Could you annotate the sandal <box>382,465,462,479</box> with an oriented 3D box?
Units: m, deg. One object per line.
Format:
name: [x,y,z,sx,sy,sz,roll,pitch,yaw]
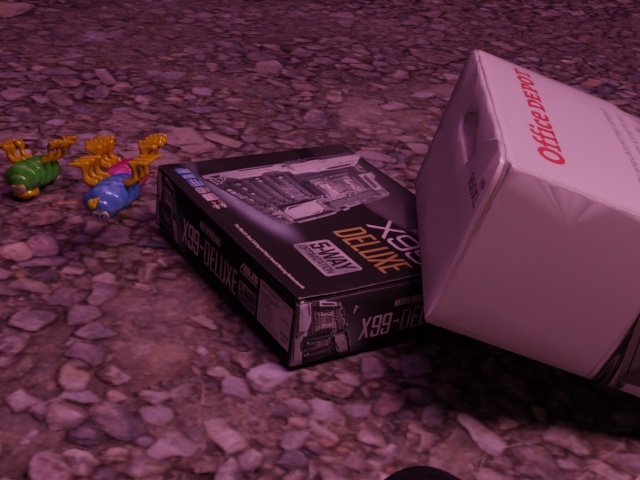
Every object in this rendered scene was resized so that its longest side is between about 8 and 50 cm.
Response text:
sandal: [0.019,0.215,0.709,0.097,0.055,0.254,22,31,28]

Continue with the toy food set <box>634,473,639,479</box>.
toy food set: [0.355,0.193,0.630,0.306,0.092,0.219,20,16,28]

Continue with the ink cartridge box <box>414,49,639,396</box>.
ink cartridge box: [0.295,0.003,0.957,0.394,0.166,0.285,20,27,-8]

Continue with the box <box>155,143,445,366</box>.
box: [0.000,0.000,1.090,0.242,0.077,0.307,-10,31,-30]

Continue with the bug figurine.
bug figurine: [-0.287,-0.063,1.131,0.279,0.072,0.216,1,17,16]
